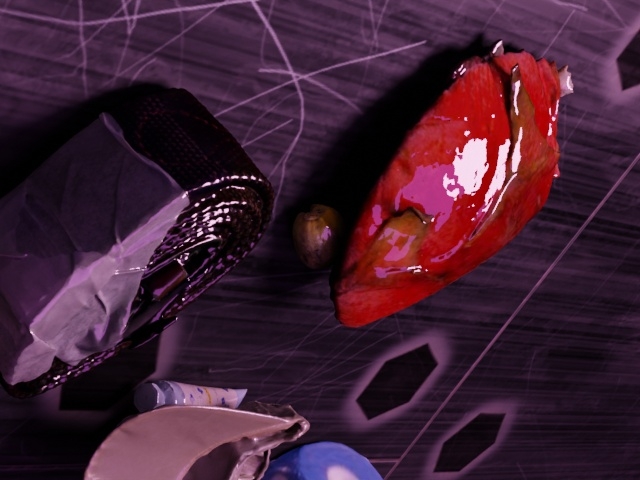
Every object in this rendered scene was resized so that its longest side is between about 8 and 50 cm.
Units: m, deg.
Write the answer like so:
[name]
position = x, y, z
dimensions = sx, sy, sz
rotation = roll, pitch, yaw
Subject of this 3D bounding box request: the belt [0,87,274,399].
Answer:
[belt]
position = -0.177, 0.013, 1.435
dimensions = 0.289, 0.164, 0.184
rotation = -37, 157, -7

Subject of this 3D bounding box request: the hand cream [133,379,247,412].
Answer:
[hand cream]
position = -0.137, 0.176, 1.793
dimensions = 0.065, 0.043, 0.171
rotation = -57, 148, 7

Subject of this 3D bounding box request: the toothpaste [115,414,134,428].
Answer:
[toothpaste]
position = -0.163, 0.269, 1.880
dimensions = 0.058, 0.056, 0.314
rotation = 1, 153, 15

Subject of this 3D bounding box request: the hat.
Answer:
[hat]
position = -0.140, 0.230, 1.746
dimensions = 0.245, 0.149, 0.214
rotation = 27, 100, -27

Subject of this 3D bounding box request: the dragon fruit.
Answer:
[dragon fruit]
position = 0.153, -0.058, 1.731
dimensions = 0.343, 0.100, 0.282
rotation = -38, 144, -26

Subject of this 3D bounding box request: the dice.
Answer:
[dice]
position = 0.000, 0.341, 2.049
dimensions = 0.143, 0.146, 0.146
rotation = 4, 127, -47

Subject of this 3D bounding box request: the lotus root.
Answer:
[lotus root]
position = 0.000, 0.000, 1.721
dimensions = 0.054, 0.049, 0.099
rotation = -34, 154, -15
